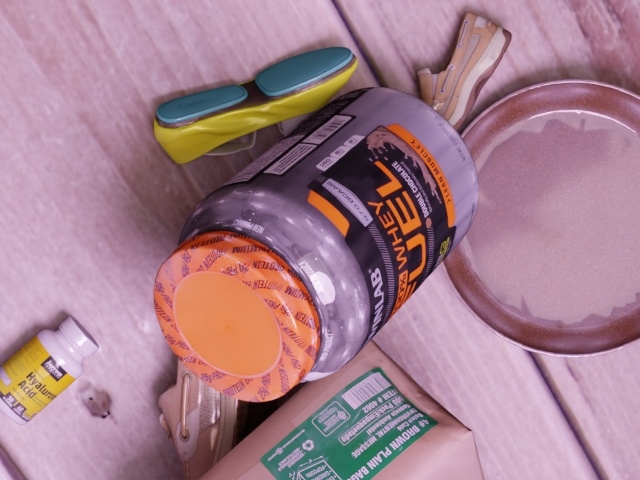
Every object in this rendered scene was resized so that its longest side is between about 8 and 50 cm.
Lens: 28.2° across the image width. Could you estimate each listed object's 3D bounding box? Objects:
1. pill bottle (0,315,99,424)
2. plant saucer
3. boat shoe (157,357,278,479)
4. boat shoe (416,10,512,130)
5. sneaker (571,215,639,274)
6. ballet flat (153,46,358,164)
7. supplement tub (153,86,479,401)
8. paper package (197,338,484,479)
[{"bbox_3d":[-0.295,0.136,1.358,0.116,0.065,0.065,-42,106,-4],"label":"pill bottle"},{"bbox_3d":[0.281,-0.024,1.441,0.310,0.050,0.311,0,89,3],"label":"plant saucer"},{"bbox_3d":[-0.114,0.182,1.397,0.110,0.121,0.341,9,94,23],"label":"boat shoe"},{"bbox_3d":[0.136,-0.167,1.420,0.072,0.068,0.190,31,81,-5],"label":"boat shoe"},{"bbox_3d":[0.329,-0.011,1.488,0.077,0.072,0.178,38,84,-7],"label":"sneaker"},{"bbox_3d":[-0.065,-0.140,1.371,0.231,0.077,0.077,-20,125,-7],"label":"ballet flat"},{"bbox_3d":[0.000,0.000,1.255,0.338,0.207,0.207,-43,112,-46],"label":"supplement tub"},{"bbox_3d":[0.005,0.310,1.315,0.325,0.168,0.309,-39,147,-13],"label":"paper package"}]
